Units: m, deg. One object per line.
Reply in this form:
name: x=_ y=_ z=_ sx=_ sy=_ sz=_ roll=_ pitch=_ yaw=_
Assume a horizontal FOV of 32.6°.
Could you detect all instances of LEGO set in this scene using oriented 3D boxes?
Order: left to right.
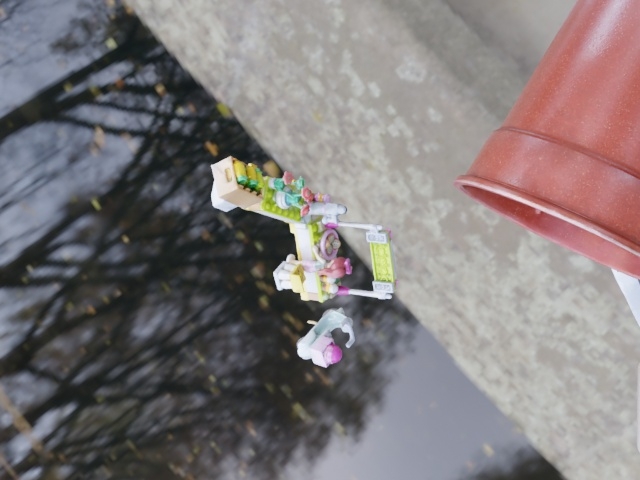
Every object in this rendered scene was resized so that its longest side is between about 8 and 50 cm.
LEGO set: x=0.000 y=0.000 z=1.130 sx=0.107 sy=0.132 sz=0.287 roll=6 pitch=139 yaw=31

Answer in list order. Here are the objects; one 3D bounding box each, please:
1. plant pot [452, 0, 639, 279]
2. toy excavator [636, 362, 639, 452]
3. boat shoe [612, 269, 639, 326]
plant pot: x=0.315 y=-0.119 z=1.117 sx=0.272 sy=0.265 sz=0.272 roll=26 pitch=180 yaw=0
toy excavator: x=0.492 y=0.156 z=1.038 sx=0.433 sy=0.222 sz=0.445 roll=2 pitch=172 yaw=5
boat shoe: x=0.483 y=0.077 z=1.505 sx=0.102 sy=0.108 sz=0.301 roll=-22 pitch=140 yaw=19
